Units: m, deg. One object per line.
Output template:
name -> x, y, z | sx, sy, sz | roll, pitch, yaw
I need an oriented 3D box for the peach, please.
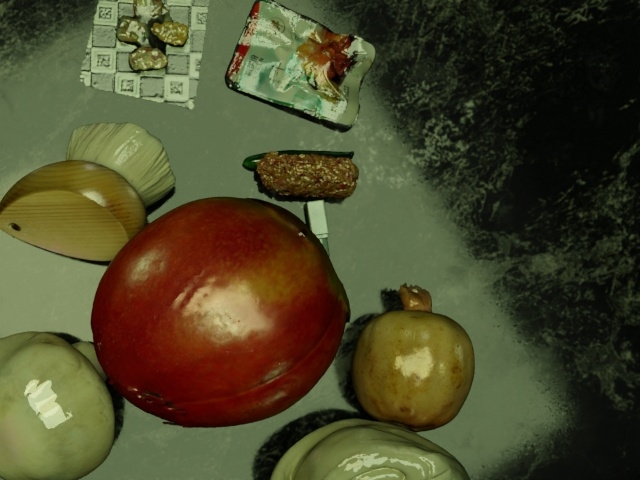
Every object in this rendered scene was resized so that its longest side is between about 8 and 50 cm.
peach -> -0.150, 0.118, 1.724 | 0.370, 0.370, 0.370 | 1, 85, -7

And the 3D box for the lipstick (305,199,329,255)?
lipstick -> 0.000, 0.000, 1.910 | 0.030, 0.030, 0.129 | -9, 87, -8

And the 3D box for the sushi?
sushi -> -0.280, -0.336, 1.898 | 0.192, 0.040, 0.210 | 11, 84, -6

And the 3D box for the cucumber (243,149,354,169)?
cucumber -> -0.035, -0.133, 1.915 | 0.184, 0.036, 0.033 | -1, 84, -6

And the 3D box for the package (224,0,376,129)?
package -> -0.027, -0.291, 1.928 | 0.232, 0.040, 0.166 | 23, 84, -3

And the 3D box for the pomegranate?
pomegranate -> 0.147, 0.200, 1.828 | 0.207, 0.207, 0.207 | 1, 85, -7

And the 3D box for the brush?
brush -> -0.375, -0.079, 1.818 | 0.266, 0.174, 0.166 | 0, 48, 24

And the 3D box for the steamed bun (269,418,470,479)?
steamed bun -> 0.074, 0.424, 1.768 | 0.342, 0.255, 0.368 | -17, 119, -9

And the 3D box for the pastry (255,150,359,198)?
pastry -> -0.019, -0.100, 1.880 | 0.169, 0.087, 0.063 | 1, 47, -7

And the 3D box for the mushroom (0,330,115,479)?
mushroom -> -0.408, 0.244, 1.765 | 0.260, 0.254, 0.234 | 38, 38, 16
